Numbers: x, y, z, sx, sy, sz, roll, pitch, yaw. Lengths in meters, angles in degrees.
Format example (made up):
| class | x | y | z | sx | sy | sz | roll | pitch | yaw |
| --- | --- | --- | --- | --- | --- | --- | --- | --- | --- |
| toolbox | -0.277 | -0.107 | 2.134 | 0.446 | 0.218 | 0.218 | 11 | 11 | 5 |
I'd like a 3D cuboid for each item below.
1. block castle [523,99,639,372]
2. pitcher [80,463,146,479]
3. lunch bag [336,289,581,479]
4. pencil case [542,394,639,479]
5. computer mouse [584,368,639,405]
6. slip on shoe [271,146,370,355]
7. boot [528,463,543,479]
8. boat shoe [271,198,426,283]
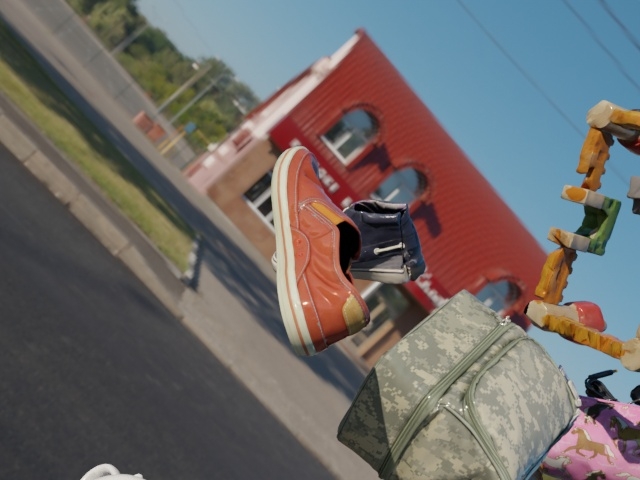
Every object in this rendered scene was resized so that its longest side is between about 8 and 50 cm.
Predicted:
| class | x | y | z | sx | sy | sz | roll | pitch | yaw |
| --- | --- | --- | --- | --- | --- | --- | --- | --- | --- |
| block castle | 0.577 | -0.001 | 1.538 | 0.213 | 0.453 | 0.303 | 12 | 7 | -37 |
| pitcher | -0.262 | 0.334 | 1.071 | 0.125 | 0.207 | 0.178 | 45 | 41 | -23 |
| lunch bag | 0.217 | 0.246 | 1.290 | 0.256 | 0.212 | 0.305 | 39 | 35 | 18 |
| pencil case | 0.576 | 0.381 | 1.641 | 0.386 | 0.160 | 0.167 | 10 | -50 | 11 |
| computer mouse | 0.684 | 0.322 | 1.856 | 0.184 | 0.262 | 0.060 | 40 | -43 | 55 |
| slip on shoe | 0.000 | 0.000 | 1.080 | 0.331 | 0.101 | 0.123 | -98 | 171 | -50 |
| boot | 0.273 | 0.483 | 1.533 | 0.109 | 0.283 | 0.220 | 43 | 15 | 13 |
| boat shoe | 0.045 | -0.007 | 1.812 | 0.127 | 0.340 | 0.158 | -50 | 134 | -55 |
